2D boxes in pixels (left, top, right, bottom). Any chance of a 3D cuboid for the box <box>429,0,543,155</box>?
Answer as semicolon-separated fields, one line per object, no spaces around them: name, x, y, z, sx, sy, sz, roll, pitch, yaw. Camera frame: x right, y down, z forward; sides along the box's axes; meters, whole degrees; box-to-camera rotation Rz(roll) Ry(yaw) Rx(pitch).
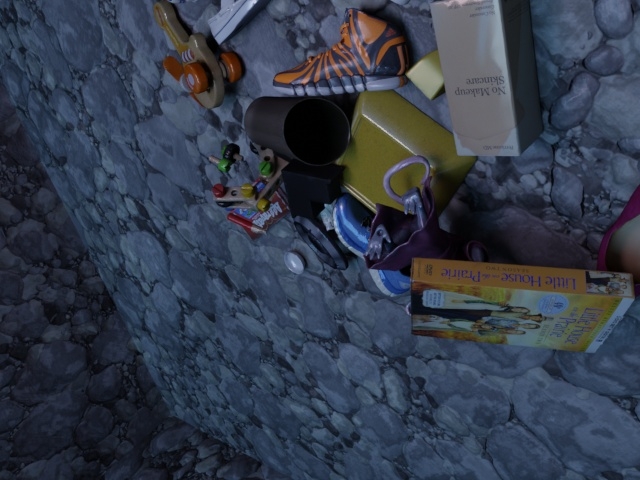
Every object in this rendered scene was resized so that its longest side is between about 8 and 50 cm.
box;0.327;-0.328;1.160;0.148;0.121;0.311;6;124;42

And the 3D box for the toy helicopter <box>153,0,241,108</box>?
toy helicopter;-0.383;-0.536;1.735;0.355;0.140;0.235;58;152;8

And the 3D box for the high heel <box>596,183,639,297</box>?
high heel;0.590;0.020;1.134;0.127;0.181;0.377;25;136;28

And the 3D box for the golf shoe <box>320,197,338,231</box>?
golf shoe;0.030;-0.071;1.673;0.176;0.086;0.069;38;148;-10

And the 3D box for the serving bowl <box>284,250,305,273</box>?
serving bowl;-0.081;0.069;1.981;0.083;0.027;0.083;27;136;29

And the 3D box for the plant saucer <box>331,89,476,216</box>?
plant saucer;0.169;-0.179;1.480;0.333;0.081;0.333;39;141;13

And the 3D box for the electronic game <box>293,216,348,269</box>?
electronic game;0.000;0.000;1.770;0.229;0.048;0.229;46;168;12

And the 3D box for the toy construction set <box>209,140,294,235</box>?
toy construction set;-0.154;-0.137;1.721;0.237;0.257;0.309;26;137;14

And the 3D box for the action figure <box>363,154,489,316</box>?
action figure;0.258;0.014;1.426;0.248;0.276;0.370;-23;148;37

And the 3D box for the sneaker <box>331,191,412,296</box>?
sneaker;0.165;-0.004;1.613;0.147;0.130;0.330;-28;107;44

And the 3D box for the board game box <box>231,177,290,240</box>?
board game box;-0.197;-0.107;1.954;0.145;0.027;0.281;51;143;-3

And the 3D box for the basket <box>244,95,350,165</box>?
basket;-0.074;-0.279;1.464;0.227;0.204;0.154;23;101;48

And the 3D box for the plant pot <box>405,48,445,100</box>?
plant pot;0.246;-0.359;1.255;0.081;0.081;0.083;48;132;4

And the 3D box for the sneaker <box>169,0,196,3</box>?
sneaker;-0.363;-0.750;1.502;0.112;0.131;0.296;18;131;37

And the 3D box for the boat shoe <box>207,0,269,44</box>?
boat shoe;-0.217;-0.588;1.516;0.258;0.095;0.084;-20;110;50

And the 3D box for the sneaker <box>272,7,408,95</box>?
sneaker;0.039;-0.425;1.350;0.321;0.124;0.180;-1;108;17

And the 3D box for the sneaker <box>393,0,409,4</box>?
sneaker;0.104;-0.617;1.175;0.282;0.102;0.161;36;138;1

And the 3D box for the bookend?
bookend;-0.009;-0.125;1.577;0.157;0.072;0.156;15;134;32

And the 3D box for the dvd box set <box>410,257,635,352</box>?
dvd box set;0.406;0.146;1.290;0.420;0.062;0.307;4;151;11
